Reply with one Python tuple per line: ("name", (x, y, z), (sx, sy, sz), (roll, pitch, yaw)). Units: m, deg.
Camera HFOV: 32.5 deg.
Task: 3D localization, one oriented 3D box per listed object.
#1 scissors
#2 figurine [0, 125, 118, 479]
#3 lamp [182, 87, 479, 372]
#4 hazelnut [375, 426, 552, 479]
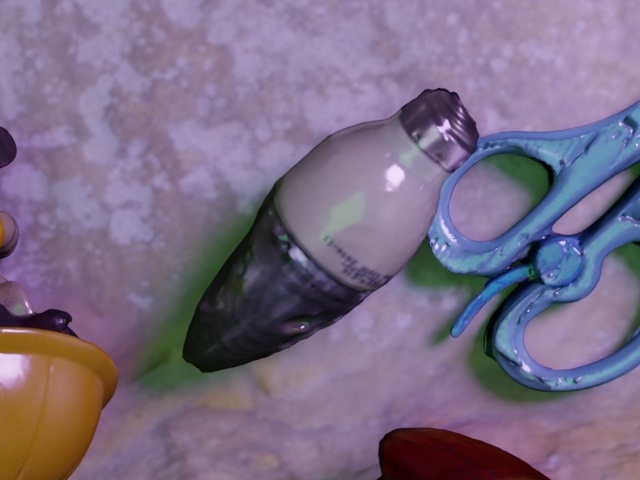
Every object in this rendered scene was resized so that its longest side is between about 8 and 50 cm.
("scissors", (0.229, -0.064, 0.679), (0.393, 0.032, 0.180), (-42, 88, 13))
("figurine", (-0.251, 0.064, 0.732), (0.192, 0.167, 0.256), (-25, 89, 27))
("lamp", (0.000, 0.000, 0.703), (0.250, 0.101, 0.101), (-43, 87, 22))
("hazelnut", (0.081, 0.222, 0.674), (0.161, 0.170, 0.201), (16, 90, 11))
